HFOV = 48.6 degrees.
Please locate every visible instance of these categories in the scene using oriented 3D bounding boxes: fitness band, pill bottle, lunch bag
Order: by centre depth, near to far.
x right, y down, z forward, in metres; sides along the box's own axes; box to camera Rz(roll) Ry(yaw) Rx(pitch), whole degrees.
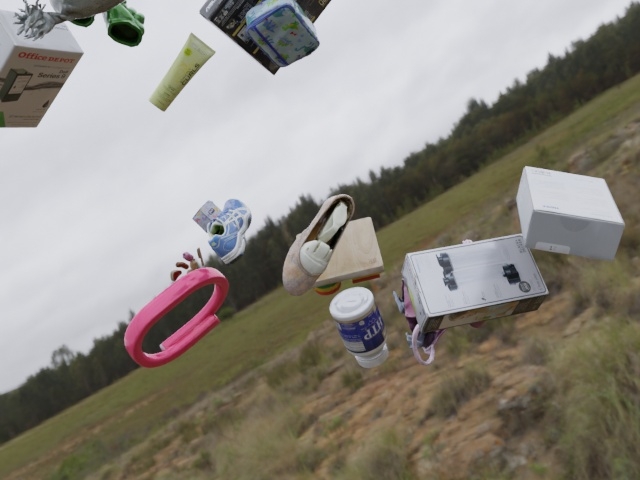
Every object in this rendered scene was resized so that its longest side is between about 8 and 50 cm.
[{"bbox_3d":[-0.341,0.184,1.713,0.291,0.054,0.209,-41,-31,-18],"label":"fitness band"},{"bbox_3d":[0.102,0.217,1.732,0.112,0.187,0.112,-16,33,11],"label":"pill bottle"},{"bbox_3d":[-0.118,-0.642,2.186,0.176,0.090,0.219,-23,-34,20],"label":"lunch bag"},{"bbox_3d":[-0.352,-0.077,2.233,0.083,0.071,0.053,-46,-4,17],"label":"lunch bag"}]

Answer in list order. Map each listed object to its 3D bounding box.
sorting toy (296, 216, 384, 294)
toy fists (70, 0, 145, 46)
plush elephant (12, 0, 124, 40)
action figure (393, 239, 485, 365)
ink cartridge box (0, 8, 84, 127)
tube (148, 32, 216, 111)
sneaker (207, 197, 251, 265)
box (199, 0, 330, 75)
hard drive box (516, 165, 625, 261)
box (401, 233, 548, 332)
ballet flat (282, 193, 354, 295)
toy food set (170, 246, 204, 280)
[{"bbox_3d":[0.064,0.061,2.275,0.255,0.089,0.257,-14,38,4],"label":"sorting toy"},{"bbox_3d":[-0.649,-0.683,2.099,0.279,0.142,0.096,16,-55,-34],"label":"toy fists"},{"bbox_3d":[-0.424,-0.512,1.166,0.271,0.255,0.330,8,41,29],"label":"plush elephant"},{"bbox_3d":[0.408,0.167,2.059,0.370,0.248,0.276,-16,18,4],"label":"action figure"},{"bbox_3d":[-0.773,-0.425,1.800,0.289,0.122,0.211,-44,-15,30],"label":"ink cartridge box"},{"bbox_3d":[-0.421,-0.497,2.116,0.240,0.062,0.070,-51,-22,5],"label":"tube"},{"bbox_3d":[-0.216,-0.038,1.657,0.080,0.081,0.211,-35,32,21],"label":"sneaker"},{"bbox_3d":[-0.144,-0.773,2.242,0.395,0.097,0.318,-52,-45,6],"label":"box"},{"bbox_3d":[0.520,-0.062,1.501,0.181,0.089,0.232,10,29,7],"label":"hard drive box"},{"bbox_3d":[0.348,0.096,1.623,0.289,0.169,0.087,-10,-30,-10],"label":"box"},{"bbox_3d":[0.000,0.000,1.847,0.106,0.107,0.316,-25,35,58],"label":"ballet flat"},{"bbox_3d":[-0.342,0.070,1.781,0.019,0.078,0.122,10,36,29],"label":"toy food set"}]
